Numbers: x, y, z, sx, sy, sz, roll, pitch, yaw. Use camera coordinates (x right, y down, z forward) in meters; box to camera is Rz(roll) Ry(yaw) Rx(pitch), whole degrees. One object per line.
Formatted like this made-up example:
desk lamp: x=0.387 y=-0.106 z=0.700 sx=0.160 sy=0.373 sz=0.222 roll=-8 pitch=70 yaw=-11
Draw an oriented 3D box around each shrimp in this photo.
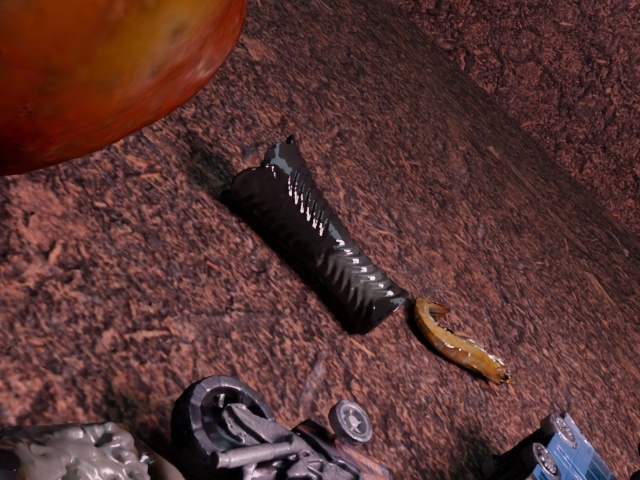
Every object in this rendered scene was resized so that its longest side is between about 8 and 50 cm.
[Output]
shrimp: x=0.191 y=0.136 z=1.180 sx=0.178 sy=0.034 sz=0.124 roll=28 pitch=22 yaw=-23

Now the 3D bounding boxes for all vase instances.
vase: x=0.000 y=0.000 z=1.012 sx=0.237 sy=0.115 sz=0.115 roll=49 pitch=24 yaw=-1

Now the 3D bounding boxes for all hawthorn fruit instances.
hawthorn fruit: x=-0.255 y=-0.220 z=0.654 sx=0.403 sy=0.403 sz=0.403 roll=36 pitch=25 yaw=-20

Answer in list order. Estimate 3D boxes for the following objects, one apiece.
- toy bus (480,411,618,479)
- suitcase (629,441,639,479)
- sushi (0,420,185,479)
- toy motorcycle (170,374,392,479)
toy bus: x=0.236 y=0.283 z=0.909 sx=0.133 sy=0.116 sz=0.234 roll=54 pitch=23 yaw=11
suitcase: x=0.467 y=0.354 z=0.876 sx=0.335 sy=0.152 sz=0.229 roll=21 pitch=6 yaw=22
sushi: x=-0.192 y=0.154 z=0.421 sx=0.332 sy=0.124 sz=0.130 roll=8 pitch=54 yaw=-56
toy motorcycle: x=0.007 y=0.224 z=0.653 sx=0.307 sy=0.108 sz=0.173 roll=34 pitch=31 yaw=-19
